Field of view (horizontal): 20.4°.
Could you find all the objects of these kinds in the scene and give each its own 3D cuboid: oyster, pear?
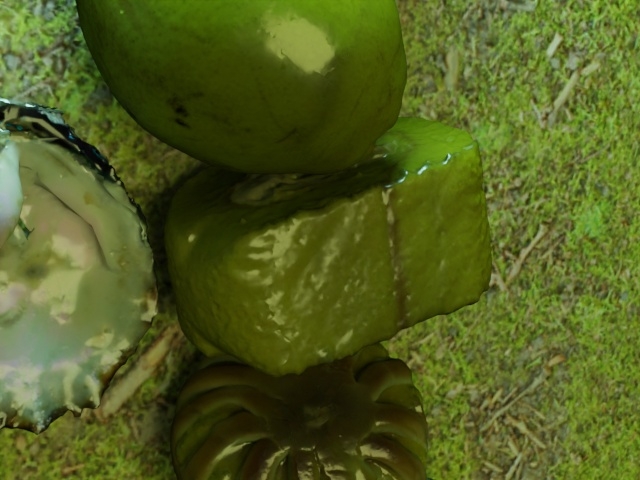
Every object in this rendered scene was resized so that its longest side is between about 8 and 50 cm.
[{"bbox_3d":[-0.223,0.018,1.320,0.198,0.092,0.259,-24,122,-25],"label":"oyster"},{"bbox_3d":[-0.059,-0.157,1.304,0.269,0.212,0.212,34,82,-17],"label":"pear"}]

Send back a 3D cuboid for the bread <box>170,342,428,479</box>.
[{"bbox_3d":[-0.015,0.151,1.428,0.213,0.104,0.213,4,63,-8],"label":"bread"}]

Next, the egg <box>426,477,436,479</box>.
[{"bbox_3d":[0.051,0.274,1.512,0.192,0.149,0.149,-23,113,-26],"label":"egg"}]

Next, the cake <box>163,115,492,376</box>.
[{"bbox_3d":[0.000,0.000,1.398,0.261,0.179,0.156,-18,110,-24],"label":"cake"}]
